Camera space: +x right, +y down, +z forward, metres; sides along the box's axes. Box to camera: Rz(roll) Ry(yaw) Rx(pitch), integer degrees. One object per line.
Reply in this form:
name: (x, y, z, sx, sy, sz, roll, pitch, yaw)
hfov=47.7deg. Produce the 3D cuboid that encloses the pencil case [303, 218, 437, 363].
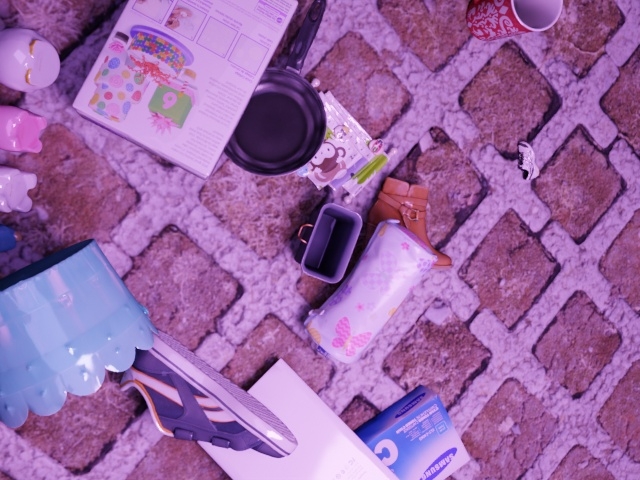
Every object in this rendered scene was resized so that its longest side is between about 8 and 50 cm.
pencil case: (0.090, 0.094, 1.322, 0.124, 0.113, 0.273, 40, 99, 14)

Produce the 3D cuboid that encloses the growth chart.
growth chart: (0.013, -0.181, 1.354, 0.237, 0.021, 0.172, 41, 81, -18)

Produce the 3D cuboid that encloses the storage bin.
storage bin: (0.000, 0.000, 1.326, 0.098, 0.091, 0.135, 21, 86, -21)

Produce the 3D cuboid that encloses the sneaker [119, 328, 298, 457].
sneaker: (-0.196, 0.292, 1.239, 0.321, 0.126, 0.127, 35, 86, 6)

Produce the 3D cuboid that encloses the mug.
mug: (0.356, -0.458, 1.378, 0.113, 0.169, 0.150, -25, 102, -16)

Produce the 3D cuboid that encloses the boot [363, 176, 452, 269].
boot: (0.187, -0.030, 1.402, 0.197, 0.073, 0.152, 17, 89, -20)

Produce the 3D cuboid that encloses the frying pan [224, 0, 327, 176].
frying pan: (-0.088, -0.271, 1.283, 0.197, 0.053, 0.326, 0, 83, -4)

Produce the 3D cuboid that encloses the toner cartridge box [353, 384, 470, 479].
toner cartridge box: (0.109, 0.450, 1.413, 0.348, 0.075, 0.165, -31, 105, -15)

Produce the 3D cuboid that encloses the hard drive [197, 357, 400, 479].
hard drive: (-0.036, 0.402, 1.312, 0.318, 0.040, 0.210, 45, 78, 5)

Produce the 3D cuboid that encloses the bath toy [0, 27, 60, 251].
bath toy: (-0.511, -0.162, 1.110, 0.129, 0.151, 0.348, 14, 89, 14)

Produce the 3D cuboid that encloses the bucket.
bucket: (-0.410, 0.130, 1.095, 0.281, 0.281, 0.183, -28, 102, -16)

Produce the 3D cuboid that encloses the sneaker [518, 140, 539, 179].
sneaker: (0.425, -0.164, 1.502, 0.037, 0.032, 0.083, -28, 103, -16)

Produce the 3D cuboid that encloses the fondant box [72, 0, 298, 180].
fondant box: (-0.218, -0.299, 1.197, 0.238, 0.096, 0.330, 27, 84, -9)
